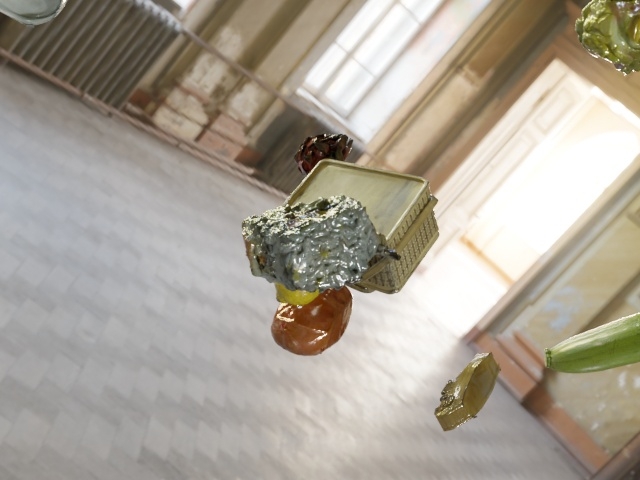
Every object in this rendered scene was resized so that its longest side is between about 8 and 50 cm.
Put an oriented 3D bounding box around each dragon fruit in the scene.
[{"bbox_3d":[0.004,-0.207,2.011,0.121,0.130,0.142,25,-9,-19],"label":"dragon fruit"}]

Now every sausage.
[{"bbox_3d":[-0.015,0.176,1.898,0.140,0.153,0.268,15,18,16],"label":"sausage"}]

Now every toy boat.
[{"bbox_3d":[0.244,0.251,1.383,0.065,0.072,0.206,60,35,-4],"label":"toy boat"}]

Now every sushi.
[{"bbox_3d":[0.000,0.000,1.465,0.184,0.274,0.140,-146,-137,-62],"label":"sushi"}]

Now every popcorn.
[{"bbox_3d":[0.506,-0.351,1.386,0.145,0.126,0.125,51,44,5],"label":"popcorn"}]

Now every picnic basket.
[{"bbox_3d":[0.092,-0.028,1.849,0.312,0.228,0.175,15,-38,34],"label":"picnic basket"}]

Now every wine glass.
[{"bbox_3d":[-0.487,-0.492,1.429,0.165,0.165,0.197,37,44,-21],"label":"wine glass"}]

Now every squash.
[{"bbox_3d":[0.411,0.144,1.151,0.066,0.201,0.066,-17,90,-72],"label":"squash"}]

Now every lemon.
[{"bbox_3d":[-0.045,0.079,1.721,0.109,0.133,0.109,46,1,-1],"label":"lemon"}]
